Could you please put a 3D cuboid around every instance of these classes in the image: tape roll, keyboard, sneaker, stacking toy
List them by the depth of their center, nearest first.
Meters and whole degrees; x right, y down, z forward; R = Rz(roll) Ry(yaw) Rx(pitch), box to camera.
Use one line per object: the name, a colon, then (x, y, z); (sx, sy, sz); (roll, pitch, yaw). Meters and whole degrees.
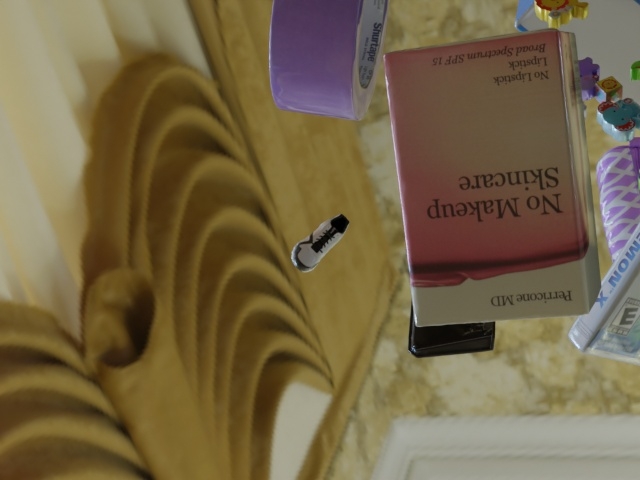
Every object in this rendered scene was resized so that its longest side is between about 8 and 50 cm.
tape roll: (0.012, -0.213, 1.187); (0.080, 0.189, 0.189); (8, -143, 10)
stacking toy: (0.307, -0.154, 1.357); (0.052, 0.167, 0.221); (-24, -134, -10)
sneaker: (0.000, 0.000, 1.669); (0.109, 0.040, 0.044); (-50, -175, -37)
keyboard: (0.227, 0.057, 1.732); (0.201, 0.033, 0.317); (-12, -151, 15)

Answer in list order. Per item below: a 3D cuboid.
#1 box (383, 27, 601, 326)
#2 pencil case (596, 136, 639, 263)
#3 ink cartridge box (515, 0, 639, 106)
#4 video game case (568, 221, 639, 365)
box: (0.148, -0.054, 1.048); (0.149, 0.232, 0.127); (-6, -174, 17)
pencil case: (0.396, -0.024, 1.541); (0.086, 0.088, 0.206); (-3, -129, -1)
ink cartridge box: (0.487, -0.403, 2.015); (0.166, 0.285, 0.395); (-48, -167, 35)
video game case: (0.444, 0.014, 1.242); (0.329, 0.300, 0.036); (14, -155, -32)
